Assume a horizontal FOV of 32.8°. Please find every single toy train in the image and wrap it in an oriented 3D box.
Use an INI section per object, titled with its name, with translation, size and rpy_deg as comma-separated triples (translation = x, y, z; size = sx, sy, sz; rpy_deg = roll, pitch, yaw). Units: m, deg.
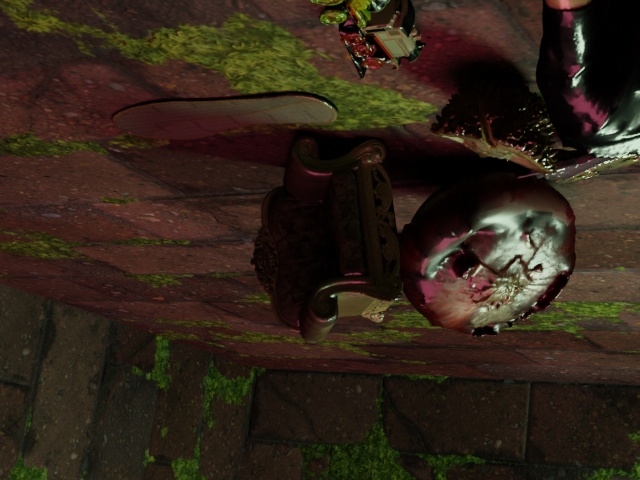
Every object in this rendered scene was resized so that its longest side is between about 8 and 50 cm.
[toy train]
translation = 0.038, -0.222, 1.015
size = 0.085, 0.053, 0.249
rpy_deg = -4, 163, 19

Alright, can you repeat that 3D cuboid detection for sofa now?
[sofa]
translation = 0.000, 0.000, 1.486
size = 0.182, 0.258, 0.200
rpy_deg = -4, 168, -8

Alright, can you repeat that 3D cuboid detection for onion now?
[onion]
translation = 0.220, -0.003, 1.534
size = 0.272, 0.195, 0.272
rpy_deg = -9, 132, -11

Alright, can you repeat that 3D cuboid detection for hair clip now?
[hair clip]
translation = 0.325, -0.100, 1.293
size = 0.187, 0.056, 0.146
rpy_deg = -7, 174, 14

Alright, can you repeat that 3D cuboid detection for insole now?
[insole]
translation = -0.135, -0.161, 1.417
size = 0.348, 0.009, 0.119
rpy_deg = -1, 163, 30

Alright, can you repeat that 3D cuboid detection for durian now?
[durian]
translation = 0.199, -0.134, 1.204
size = 0.148, 0.091, 0.188
rpy_deg = 16, 180, -2

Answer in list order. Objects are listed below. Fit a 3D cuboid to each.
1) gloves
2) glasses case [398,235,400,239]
[gloves]
translation = 0.256, -0.183, 0.866
size = 0.197, 0.152, 0.301
rpy_deg = -12, 161, -8
[glasses case]
translation = 0.111, 0.028, 1.931
size = 0.073, 0.049, 0.194
rpy_deg = 18, 162, -34
